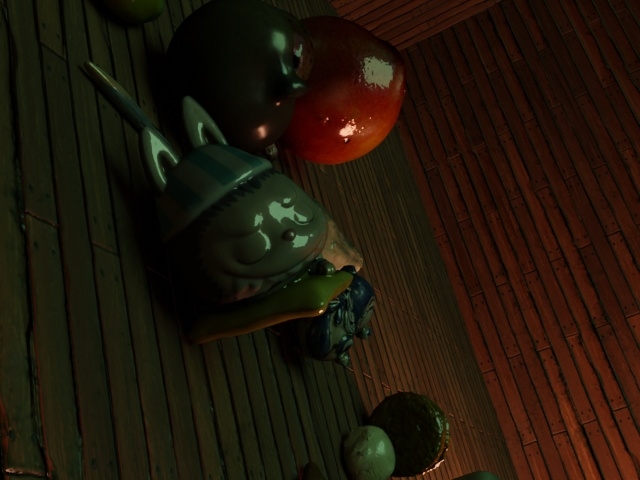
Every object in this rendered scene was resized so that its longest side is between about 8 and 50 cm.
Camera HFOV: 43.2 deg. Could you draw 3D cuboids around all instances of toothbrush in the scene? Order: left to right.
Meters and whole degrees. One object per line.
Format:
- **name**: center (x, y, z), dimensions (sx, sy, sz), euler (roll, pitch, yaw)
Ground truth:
- **toothbrush**: center (-0.279, -0.171, 1.383), dimensions (0.375, 0.028, 0.037), euler (52, 29, -41)

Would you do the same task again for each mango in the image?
- **mango**: center (-0.343, -0.453, 1.458), dimensions (0.130, 0.092, 0.194), euler (69, 12, 14)

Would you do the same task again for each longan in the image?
- **longan**: center (-0.161, -0.308, 1.518), dimensions (0.243, 0.300, 0.300), euler (-23, 90, -51)

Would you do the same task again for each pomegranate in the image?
- **pomegranate**: center (-0.168, -0.418, 1.813), dimensions (0.242, 0.306, 0.242), euler (-44, 147, -39)

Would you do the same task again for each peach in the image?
- **peach**: center (0.032, -0.382, 2.046), dimensions (0.388, 0.388, 0.388), euler (56, 19, -31)

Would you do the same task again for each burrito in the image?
- **burrito**: center (0.000, 0.004, 1.884), dimensions (0.299, 0.105, 0.143), euler (46, 29, -53)

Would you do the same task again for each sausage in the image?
- **sausage**: center (-0.149, -0.218, 1.773), dimensions (0.141, 0.076, 0.076), euler (48, 24, -39)

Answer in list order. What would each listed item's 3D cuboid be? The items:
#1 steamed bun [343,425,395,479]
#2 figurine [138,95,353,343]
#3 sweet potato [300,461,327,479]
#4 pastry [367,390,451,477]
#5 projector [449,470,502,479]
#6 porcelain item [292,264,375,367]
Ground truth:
- **steamed bun**: center (0.105, 0.436, 1.636), dimensions (0.112, 0.091, 0.130), euler (65, 16, -11)
- **figurine**: center (-0.120, -0.059, 1.305), dimensions (0.361, 0.266, 0.378), euler (-79, 153, -84)
- **sweet potato**: center (-0.005, 0.470, 1.287), dimensions (0.314, 0.072, 0.066), euler (-94, 177, -53)
- **pastry**: center (0.196, 0.430, 1.789), dimensions (0.103, 0.188, 0.189), euler (32, 37, -57)
- **projector**: center (0.294, 0.652, 1.648), dimensions (0.248, 0.248, 0.249), euler (66, 16, -2)
- **porcelain item**: center (0.026, 0.130, 1.630), dimensions (0.288, 0.138, 0.186), euler (-39, 135, -68)
